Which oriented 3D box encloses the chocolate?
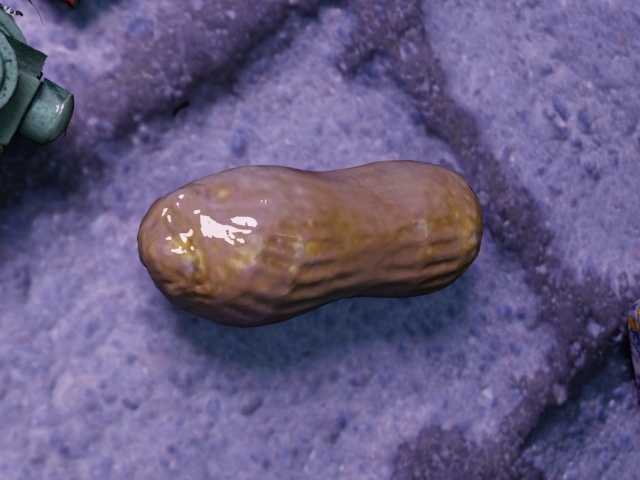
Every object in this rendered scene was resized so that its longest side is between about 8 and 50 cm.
[{"bbox_3d":[0.000,0.000,0.667,0.309,0.134,0.134,-5,90,-30],"label":"chocolate"}]

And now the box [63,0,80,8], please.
[{"bbox_3d":[-0.218,-0.276,0.602,0.175,0.048,0.112,40,89,-18],"label":"box"}]

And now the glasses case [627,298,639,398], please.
[{"bbox_3d":[0.395,0.175,0.878,0.087,0.065,0.248,-16,93,-24],"label":"glasses case"}]

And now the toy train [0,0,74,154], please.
[{"bbox_3d":[-0.327,-0.119,0.537,0.307,0.126,0.189,27,108,-22],"label":"toy train"}]
